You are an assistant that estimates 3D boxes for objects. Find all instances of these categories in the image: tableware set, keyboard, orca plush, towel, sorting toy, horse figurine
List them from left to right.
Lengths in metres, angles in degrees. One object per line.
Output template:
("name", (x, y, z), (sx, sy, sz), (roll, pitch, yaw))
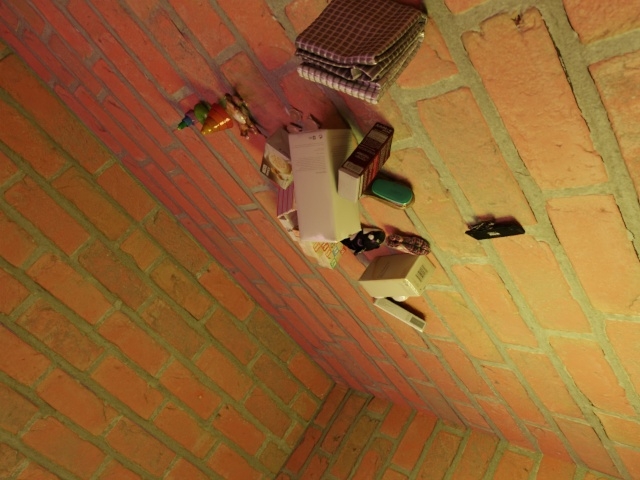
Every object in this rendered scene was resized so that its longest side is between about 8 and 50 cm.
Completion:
("sorting toy", (-0.517, -0.498, 2.014), (0.366, 0.126, 0.127), (17, 148, 48))
("horse figurine", (-0.310, -0.493, 1.862), (0.174, 0.066, 0.263), (39, 168, 39))
("towel", (-0.145, -0.185, 2.104), (0.029, 0.144, 0.197), (10, 167, -27))
("tableware set", (-0.064, -0.417, 1.751), (0.141, 0.020, 0.168), (33, 155, 10))
("orca plush", (0.154, 0.013, 2.058), (0.287, 0.102, 0.151), (6, 143, 40))
("towel", (0.098, -0.486, 1.145), (0.235, 0.283, 0.121), (27, 151, 18))
("keyboard", (0.573, -0.041, 1.570), (0.100, 0.038, 0.192), (24, 161, -29))

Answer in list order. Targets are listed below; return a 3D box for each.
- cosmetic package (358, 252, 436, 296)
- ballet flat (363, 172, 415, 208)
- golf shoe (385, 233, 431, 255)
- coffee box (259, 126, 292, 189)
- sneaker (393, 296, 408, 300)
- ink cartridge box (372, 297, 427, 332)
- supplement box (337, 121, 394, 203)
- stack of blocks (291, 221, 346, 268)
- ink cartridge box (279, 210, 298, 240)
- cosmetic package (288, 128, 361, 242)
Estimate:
("cosmetic package", (0.324, 0.150, 2.028), (0.113, 0.160, 0.309), (49, 151, -19))
("ballet flat", (0.185, -0.202, 1.718), (0.343, 0.116, 0.124), (26, 171, 14))
("golf shoe", (0.358, 0.017, 1.894), (0.186, 0.067, 0.086), (18, 179, 26))
("coffee box", (-0.151, -0.325, 1.899), (0.141, 0.098, 0.246), (38, 158, 1))
("sneaker", (0.313, 0.212, 2.242), (0.232, 0.090, 0.115), (0, 126, 42))
("ink cartridge box", (0.399, 0.368, 2.390), (0.275, 0.060, 0.239), (29, 177, 10))
("supplement box", (0.145, -0.250, 1.511), (0.073, 0.239, 0.130), (29, 152, 17))
("stack of blocks", (0.000, 0.000, 2.171), (0.087, 0.171, 0.297), (16, 147, 36))
("ink cartridge box", (-0.124, -0.096, 2.242), (0.062, 0.104, 0.181), (7, 140, 44))
("cosmetic package", (0.020, -0.189, 1.607), (0.155, 0.197, 0.365), (2, 102, 29))
